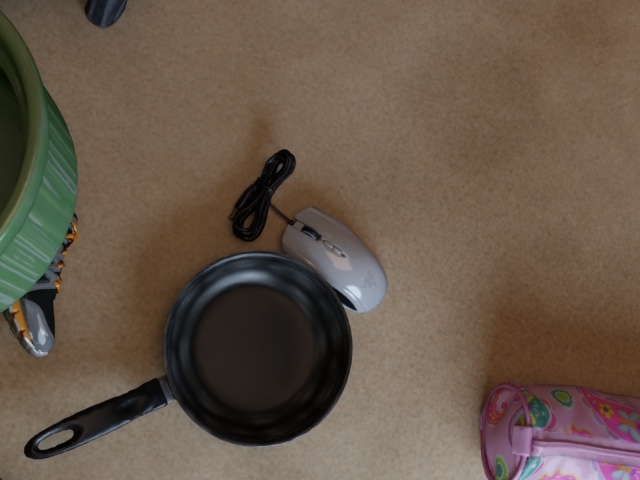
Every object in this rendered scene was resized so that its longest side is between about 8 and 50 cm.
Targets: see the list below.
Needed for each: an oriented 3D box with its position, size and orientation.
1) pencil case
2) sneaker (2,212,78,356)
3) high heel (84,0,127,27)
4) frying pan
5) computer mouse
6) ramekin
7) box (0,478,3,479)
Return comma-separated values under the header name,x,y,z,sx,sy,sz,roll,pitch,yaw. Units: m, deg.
name,x,y,z,sx,sy,sz,roll,pitch,yaw
pencil case,0.317,0.225,1.088,0.284,0.124,0.124,11,78,-16
sneaker,-0.269,0.002,0.946,0.083,0.084,0.215,-5,83,-24
high heel,-0.149,-0.342,0.982,0.093,0.186,0.261,29,74,-13
frying pan,-0.107,0.153,0.993,0.197,0.053,0.326,46,73,-7
computer mouse,0.000,0.000,1.056,0.193,0.042,0.106,39,71,-9
ramekin,-0.356,-0.060,0.842,0.303,0.148,0.304,-2,74,5
box,-0.306,0.298,0.880,0.158,0.093,0.156,43,71,-9
